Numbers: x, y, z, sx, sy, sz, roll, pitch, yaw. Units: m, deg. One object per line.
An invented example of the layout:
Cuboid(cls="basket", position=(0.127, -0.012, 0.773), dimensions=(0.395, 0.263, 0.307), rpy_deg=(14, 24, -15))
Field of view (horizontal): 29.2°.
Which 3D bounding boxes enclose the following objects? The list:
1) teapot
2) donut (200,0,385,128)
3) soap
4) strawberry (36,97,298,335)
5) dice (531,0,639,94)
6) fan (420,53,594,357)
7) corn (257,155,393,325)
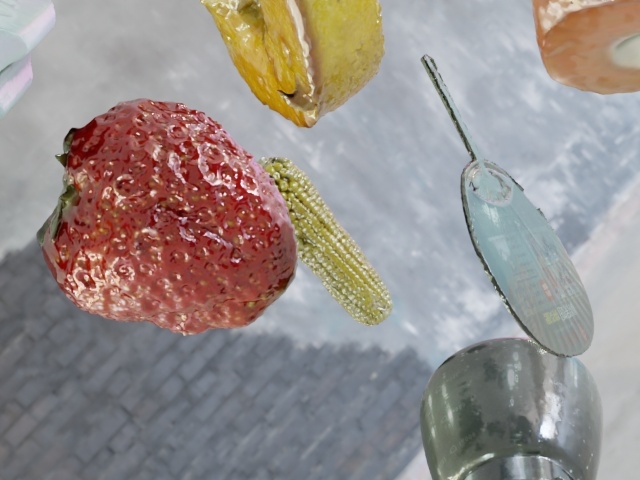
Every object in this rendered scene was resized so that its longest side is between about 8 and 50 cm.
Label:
Cuboid(cls="teapot", position=(0.193, 0.293, 1.435), dimensions=(0.305, 0.223, 0.285), rpy_deg=(-27, 29, 21))
Cuboid(cls="donut", position=(-0.038, -0.221, 1.068), dimensions=(0.118, 0.253, 0.253), rpy_deg=(-30, 3, -12))
Cuboid(cls="soap", position=(-0.422, -0.246, 1.408), dimensions=(0.347, 0.208, 0.115), rpy_deg=(-101, 36, -72))
Cuboid(cls="strawberry", position=(-0.156, -0.012, 1.349), dimensions=(0.257, 0.276, 0.257), rpy_deg=(-55, -15, -23))
Cuboid(cls="dice", position=(0.271, -0.236, 1.035), dimensions=(0.174, 0.174, 0.179), rpy_deg=(47, -135, -63))
Cuboid(cls="fan", position=(0.186, -0.015, 1.138), dimensions=(0.012, 0.223, 0.294), rpy_deg=(-31, 51, 27))
Cuboid(cls="corn", position=(0.000, 0.000, 1.936), dimensions=(0.097, 0.320, 0.097), rpy_deg=(-38, 6, 4))
